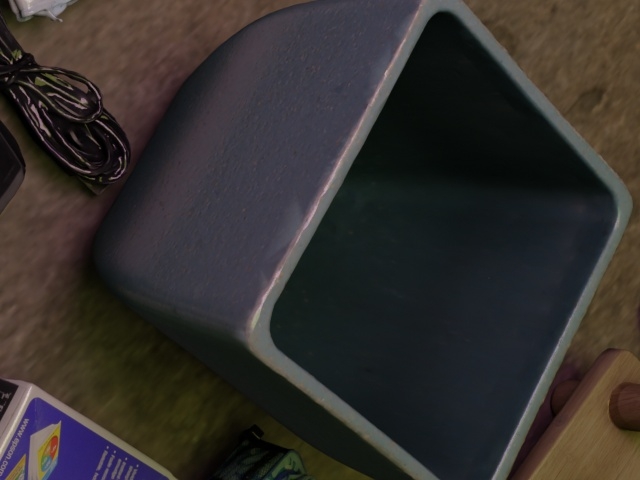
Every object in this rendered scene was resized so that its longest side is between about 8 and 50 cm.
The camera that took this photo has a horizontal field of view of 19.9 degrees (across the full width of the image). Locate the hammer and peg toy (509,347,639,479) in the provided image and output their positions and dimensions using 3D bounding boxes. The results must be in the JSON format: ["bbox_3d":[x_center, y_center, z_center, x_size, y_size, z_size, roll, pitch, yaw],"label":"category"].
[{"bbox_3d":[0.268,0.221,1.425,0.266,0.127,0.361,49,67,-22],"label":"hammer and peg toy"}]

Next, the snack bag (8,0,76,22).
[{"bbox_3d":[-0.141,-0.354,1.223,0.323,0.037,0.343,-31,103,-30],"label":"snack bag"}]

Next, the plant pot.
[{"bbox_3d":[0.000,0.000,1.179,0.248,0.252,0.247,42,68,-39],"label":"plant pot"}]

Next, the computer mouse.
[{"bbox_3d":[-0.255,-0.026,1.148,0.188,0.072,0.272,47,55,-20],"label":"computer mouse"}]

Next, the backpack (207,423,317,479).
[{"bbox_3d":[-0.046,0.205,1.245,0.114,0.084,0.105,-41,126,-29],"label":"backpack"}]

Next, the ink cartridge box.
[{"bbox_3d":[-0.183,0.219,1.184,0.208,0.045,0.206,42,69,-46],"label":"ink cartridge box"}]
